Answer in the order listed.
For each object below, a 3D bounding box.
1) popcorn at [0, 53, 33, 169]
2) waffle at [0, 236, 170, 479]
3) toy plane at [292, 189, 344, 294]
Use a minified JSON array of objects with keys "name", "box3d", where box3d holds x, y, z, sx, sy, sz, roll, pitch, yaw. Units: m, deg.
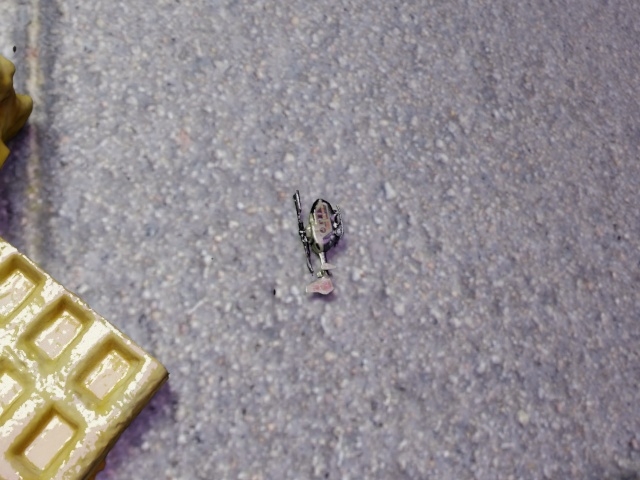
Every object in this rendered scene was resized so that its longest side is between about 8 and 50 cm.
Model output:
[{"name":"popcorn","box3d":[-0.361,-0.104,0.637,0.190,0.191,0.253,43,55,13]},{"name":"waffle","box3d":[-0.286,0.101,0.670,0.274,0.057,0.168,40,64,-1]},{"name":"toy plane","box3d":[0.000,0.000,0.814,0.049,0.031,0.121,-5,70,-14]}]
